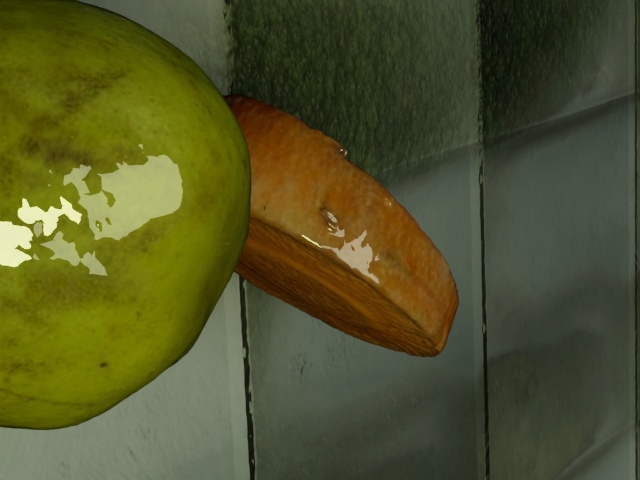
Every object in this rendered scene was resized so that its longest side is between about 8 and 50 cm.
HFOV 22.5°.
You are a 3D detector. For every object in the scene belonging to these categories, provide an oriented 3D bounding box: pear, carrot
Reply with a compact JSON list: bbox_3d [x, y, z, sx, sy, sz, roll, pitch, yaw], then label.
[{"bbox_3d":[-0.211,-0.032,1.025,0.375,0.287,0.287,30,69,-42],"label":"pear"},{"bbox_3d":[0.000,0.000,1.378,0.307,0.258,0.100,42,75,-41],"label":"carrot"}]
